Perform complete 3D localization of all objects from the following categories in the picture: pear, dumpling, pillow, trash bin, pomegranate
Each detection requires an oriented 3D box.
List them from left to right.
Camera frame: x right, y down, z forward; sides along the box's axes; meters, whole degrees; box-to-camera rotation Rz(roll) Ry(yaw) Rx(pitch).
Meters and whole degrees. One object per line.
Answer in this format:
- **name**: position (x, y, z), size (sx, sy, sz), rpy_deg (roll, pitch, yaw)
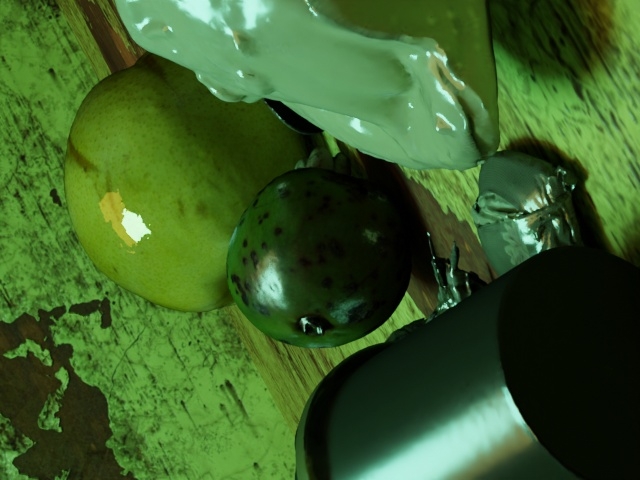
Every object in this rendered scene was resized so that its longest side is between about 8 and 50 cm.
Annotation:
- **pear**: position (-0.151, -0.074, 1.847), size (0.314, 0.314, 0.314), rpy_deg (58, 169, 19)
- **dumpling**: position (-0.019, -0.191, 1.080), size (0.395, 0.233, 0.315), rpy_deg (43, 163, 11)
- **pomegranate**: position (0.000, 0.000, 1.634), size (0.202, 0.202, 0.247), rpy_deg (74, -168, -46)
- **trash bin**: position (0.103, 0.151, 1.123), size (0.214, 0.214, 0.334), rpy_deg (60, 143, 10)
- **pillow**: position (0.182, 0.050, 1.191), size (0.255, 0.059, 0.169), rpy_deg (65, 166, -12)

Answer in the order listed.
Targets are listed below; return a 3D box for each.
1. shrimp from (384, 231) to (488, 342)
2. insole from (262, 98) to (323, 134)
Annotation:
- **shrimp**: position (0.143, 0.167, 1.435), size (0.410, 0.166, 0.221), rpy_deg (55, 173, -37)
- **insole**: position (-0.098, -0.247, 1.678), size (0.348, 0.119, 0.009), rpy_deg (55, 128, 16)
